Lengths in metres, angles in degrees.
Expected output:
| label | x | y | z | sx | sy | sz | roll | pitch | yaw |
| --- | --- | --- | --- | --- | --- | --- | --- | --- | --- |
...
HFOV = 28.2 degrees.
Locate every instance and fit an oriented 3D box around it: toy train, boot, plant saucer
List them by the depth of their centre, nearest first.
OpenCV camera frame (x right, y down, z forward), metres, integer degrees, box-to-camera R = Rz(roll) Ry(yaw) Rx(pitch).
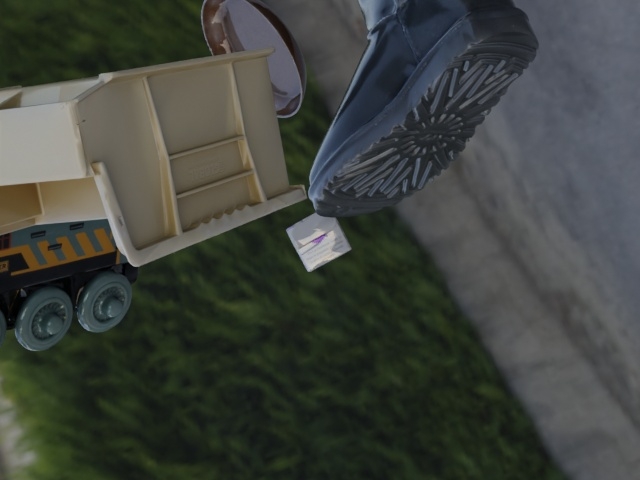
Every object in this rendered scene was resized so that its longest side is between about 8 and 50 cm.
| label | x | y | z | sx | sy | sz | roll | pitch | yaw |
| --- | --- | --- | --- | --- | --- | --- | --- | --- | --- |
| toy train | -0.337 | 0.019 | 1.435 | 0.142 | 0.334 | 0.190 | 26 | 117 | 37 |
| plant saucer | -0.072 | -0.221 | 1.482 | 0.168 | 0.029 | 0.168 | 37 | 152 | 24 |
| boot | 0.054 | -0.301 | 1.504 | 0.367 | 0.146 | 0.445 | -44 | 55 | 40 |

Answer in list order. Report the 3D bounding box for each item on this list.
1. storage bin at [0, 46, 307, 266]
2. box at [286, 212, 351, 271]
| label | x | y | z | sx | sy | sz | roll | pitch | yaw |
| --- | --- | --- | --- | --- | --- | --- | --- | --- | --- |
| storage bin | -0.190 | -0.055 | 0.918 | 0.260 | 0.262 | 0.123 | -26 | -70 | -62 |
| box | 0.000 | 0.000 | 1.719 | 0.063 | 0.067 | 0.324 | 63 | -179 | 1 |
